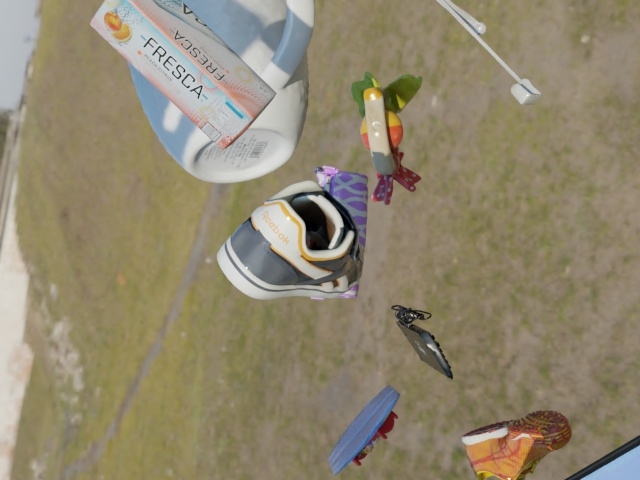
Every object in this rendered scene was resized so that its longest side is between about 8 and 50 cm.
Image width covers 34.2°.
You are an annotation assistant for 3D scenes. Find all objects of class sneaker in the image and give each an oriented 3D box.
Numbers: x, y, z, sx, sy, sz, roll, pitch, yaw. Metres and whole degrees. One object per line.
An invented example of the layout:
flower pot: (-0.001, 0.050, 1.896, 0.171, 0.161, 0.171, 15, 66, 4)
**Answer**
sneaker: (0.000, 0.000, 1.368, 0.127, 0.126, 0.321, -46, -14, 21)
sneaker: (0.212, 0.218, 1.083, 0.067, 0.064, 0.175, 68, 157, 9)

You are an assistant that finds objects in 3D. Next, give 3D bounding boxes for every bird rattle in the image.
bird rattle: (0.111, -0.194, 1.950, 0.207, 0.143, 0.253, 0, -88, -76)

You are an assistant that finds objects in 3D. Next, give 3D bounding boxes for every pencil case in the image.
pencil case: (0.026, -0.011, 1.586, 0.088, 0.086, 0.206, 12, -100, -69)

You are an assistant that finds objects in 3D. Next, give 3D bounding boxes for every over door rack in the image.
over door rack: (0.320, -0.393, 1.614, 0.239, 0.108, 0.324, -50, 57, 27)

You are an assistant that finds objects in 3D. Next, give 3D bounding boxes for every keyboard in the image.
keyboard: (0.144, 0.128, 1.407, 0.100, 0.038, 0.192, 56, 175, -4)

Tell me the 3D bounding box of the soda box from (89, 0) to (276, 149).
soda box: (-0.134, -0.179, 1.026, 0.058, 0.183, 0.063, -39, 11, 39)

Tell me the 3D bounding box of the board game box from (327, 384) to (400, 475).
board game box: (0.067, 0.257, 1.373, 0.133, 0.033, 0.169, -50, 3, -4)

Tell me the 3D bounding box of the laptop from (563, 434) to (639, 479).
laptop: (0.259, 0.307, 0.824, 0.137, 0.234, 0.264, -13, 42, 51)

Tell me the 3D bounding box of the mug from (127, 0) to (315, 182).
mug: (-0.129, -0.290, 1.562, 0.374, 0.276, 0.328, -40, 57, 46)
